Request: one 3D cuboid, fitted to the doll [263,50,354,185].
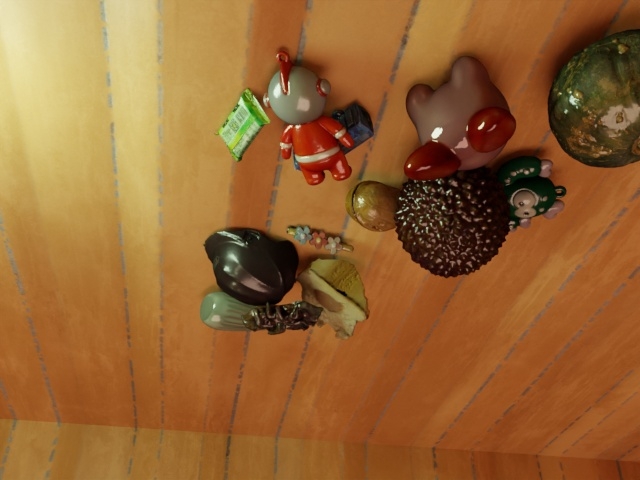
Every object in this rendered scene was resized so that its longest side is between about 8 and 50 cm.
[{"bbox_3d":[-0.034,-0.289,1.700,0.199,0.105,0.337,-8,121,29],"label":"doll"}]

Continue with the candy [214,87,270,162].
[{"bbox_3d":[-0.191,-0.281,1.775,0.102,0.032,0.178,50,136,5],"label":"candy"}]

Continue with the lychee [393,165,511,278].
[{"bbox_3d":[0.336,-0.057,1.847,0.305,0.306,0.330,-19,135,24],"label":"lychee"}]

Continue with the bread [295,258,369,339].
[{"bbox_3d":[0.021,0.177,2.258,0.211,0.224,0.184,10,135,-18],"label":"bread"}]

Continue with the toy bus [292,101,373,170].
[{"bbox_3d":[0.031,-0.254,1.819,0.236,0.079,0.094,-30,150,34],"label":"toy bus"}]

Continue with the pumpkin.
[{"bbox_3d":[0.670,-0.313,1.583,0.327,0.258,0.291,-15,153,8],"label":"pumpkin"}]

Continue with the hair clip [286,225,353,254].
[{"bbox_3d":[0.002,0.001,2.164,0.213,0.063,0.056,16,-178,-22],"label":"hair clip"}]

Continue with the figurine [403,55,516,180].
[{"bbox_3d":[0.334,-0.256,1.664,0.269,0.262,0.211,-30,137,30],"label":"figurine"}]

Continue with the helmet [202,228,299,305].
[{"bbox_3d":[-0.216,0.100,2.202,0.305,0.177,0.225,9,144,-14],"label":"helmet"}]

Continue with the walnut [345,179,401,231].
[{"bbox_3d":[0.150,-0.094,1.977,0.180,0.144,0.144,17,140,-34],"label":"walnut"}]

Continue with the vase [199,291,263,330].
[{"bbox_3d":[-0.284,0.253,2.453,0.248,0.128,0.128,17,140,-34],"label":"vase"}]

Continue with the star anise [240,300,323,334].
[{"bbox_3d":[-0.119,0.246,2.213,0.214,0.099,0.220,16,154,-36],"label":"star anise"}]

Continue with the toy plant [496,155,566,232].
[{"bbox_3d":[0.543,-0.124,1.953,0.243,0.113,0.232,-22,127,33],"label":"toy plant"}]
